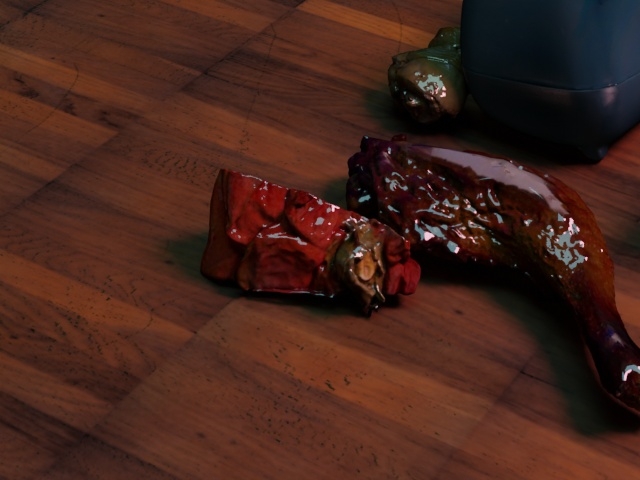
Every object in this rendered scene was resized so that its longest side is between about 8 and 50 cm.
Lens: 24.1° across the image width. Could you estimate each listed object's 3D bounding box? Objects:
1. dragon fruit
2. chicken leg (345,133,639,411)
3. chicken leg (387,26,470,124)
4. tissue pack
[{"bbox_3d":[-0.007,0.018,1.312,0.192,0.122,0.092,17,78,15],"label":"dragon fruit"},{"bbox_3d":[0.171,0.003,1.293,0.158,0.096,0.407,-23,43,-25],"label":"chicken leg"},{"bbox_3d":[0.120,-0.182,1.567,0.085,0.069,0.198,-12,24,20],"label":"chicken leg"},{"bbox_3d":[0.274,-0.218,1.517,0.198,0.206,0.287,15,36,32],"label":"tissue pack"}]
